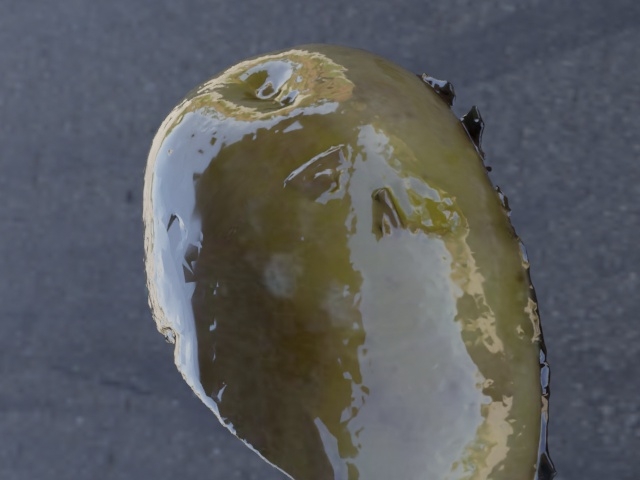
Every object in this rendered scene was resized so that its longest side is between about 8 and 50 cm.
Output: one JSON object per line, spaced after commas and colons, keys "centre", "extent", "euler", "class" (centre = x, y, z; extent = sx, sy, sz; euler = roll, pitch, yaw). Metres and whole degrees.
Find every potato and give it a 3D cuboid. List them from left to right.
{"centre": [0.000, 0.000, 0.665], "extent": [0.243, 0.098, 0.138], "euler": [41, 122, 48], "class": "potato"}
